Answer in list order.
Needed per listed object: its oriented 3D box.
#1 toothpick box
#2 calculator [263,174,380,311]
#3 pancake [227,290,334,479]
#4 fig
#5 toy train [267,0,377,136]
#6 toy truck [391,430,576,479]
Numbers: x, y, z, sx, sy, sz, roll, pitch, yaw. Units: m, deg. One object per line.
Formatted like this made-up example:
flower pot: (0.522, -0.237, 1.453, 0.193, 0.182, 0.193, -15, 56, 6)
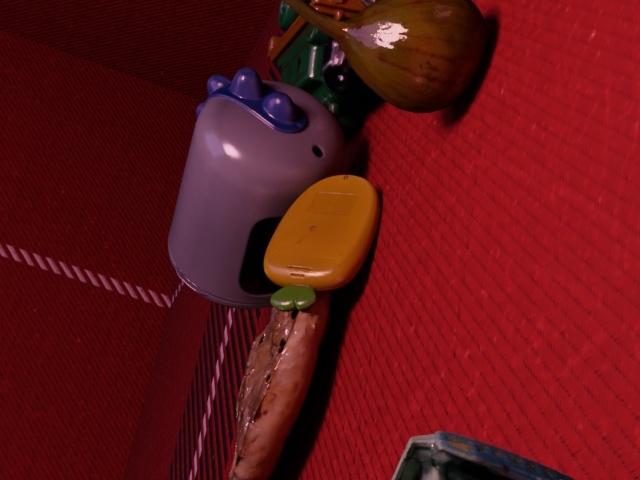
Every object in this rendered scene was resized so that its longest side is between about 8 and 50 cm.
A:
toothpick box: (-0.103, -0.095, 1.786, 0.354, 0.263, 0.263, 110, 171, -45)
calculator: (0.000, 0.000, 1.584, 0.235, 0.146, 0.032, -65, -35, -34)
pancake: (-0.060, 0.194, 1.676, 0.387, 0.082, 0.386, -159, 90, -83)
fig: (0.061, -0.235, 1.373, 0.151, 0.259, 0.151, -171, 90, -81)
toy train: (0.024, -0.300, 1.856, 0.429, 0.178, 0.249, 160, 118, -75)
toy truck: (0.079, 0.270, 0.792, 0.156, 0.155, 0.278, -85, 16, -75)
